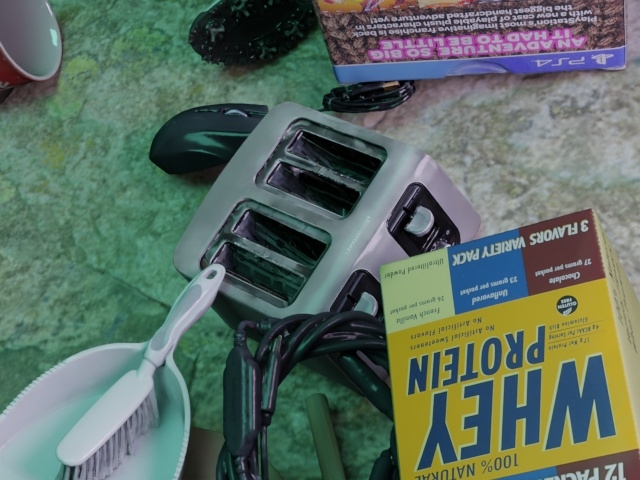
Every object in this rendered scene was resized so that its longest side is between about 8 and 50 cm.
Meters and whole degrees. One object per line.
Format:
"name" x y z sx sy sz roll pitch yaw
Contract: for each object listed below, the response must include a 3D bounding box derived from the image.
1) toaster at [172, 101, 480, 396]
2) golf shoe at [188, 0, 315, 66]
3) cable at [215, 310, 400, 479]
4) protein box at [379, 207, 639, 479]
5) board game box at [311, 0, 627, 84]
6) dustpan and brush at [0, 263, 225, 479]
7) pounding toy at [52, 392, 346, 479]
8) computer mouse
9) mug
"toaster" 0.000 0.000 1.059 0.185 0.110 0.168 24 73 36
"golf shoe" -0.034 -0.228 1.247 0.198 0.077 0.094 -31 41 -2
"cable" 0.006 0.139 0.932 0.047 0.150 0.184 -32 57 58
"protein box" 0.140 0.127 0.852 0.136 0.201 0.200 -16 56 18
"board game box" 0.102 -0.259 1.024 0.232 0.291 0.141 -2 60 11
"dustpan and brush" -0.128 0.103 0.972 0.147 0.060 0.211 25 57 25
"pounding toy" -0.080 0.226 0.986 0.237 0.110 0.183 -12 44 -13
"computer mouse" -0.037 -0.107 1.171 0.242 0.041 0.071 -15 23 17
"mug" -0.343 -0.184 1.368 0.169 0.150 0.113 -16 92 22
